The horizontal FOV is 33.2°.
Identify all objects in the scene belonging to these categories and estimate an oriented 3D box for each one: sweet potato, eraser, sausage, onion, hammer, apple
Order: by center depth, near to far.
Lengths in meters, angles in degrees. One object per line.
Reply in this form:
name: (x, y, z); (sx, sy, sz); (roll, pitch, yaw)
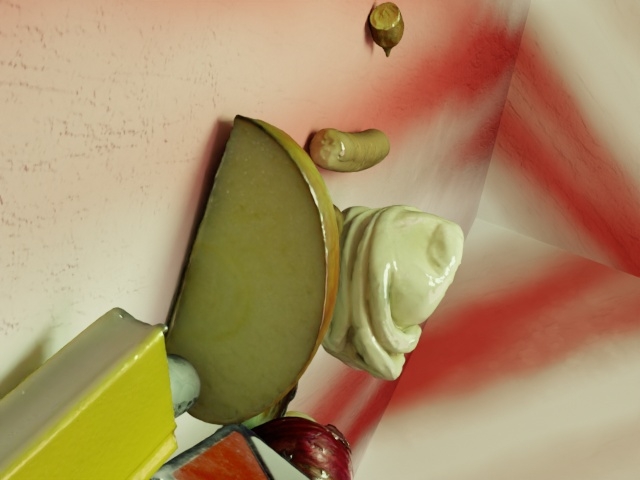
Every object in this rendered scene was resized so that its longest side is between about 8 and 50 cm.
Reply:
eraser: (-0.211, 0.179, 0.868); (0.226, 0.069, 0.158); (-43, 147, -43)
hammer: (-0.197, 0.209, 1.112); (0.193, 0.070, 0.116); (-63, 169, 10)
apple: (-0.073, 0.032, 1.186); (0.179, 0.254, 0.346); (5, 110, -34)
onion: (-0.085, 0.370, 1.453); (0.314, 0.232, 0.314); (-47, -165, 16)
sweet potato: (0.095, -0.293, 1.529); (0.117, 0.049, 0.049); (77, 36, -68)
sausage: (0.045, -0.131, 1.555); (0.301, 0.066, 0.065); (-18, 128, -72)

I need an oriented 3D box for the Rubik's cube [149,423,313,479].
Rubik's cube: (-0.112, 0.422, 1.162); (0.310, 0.307, 0.305); (-57, 171, 10)

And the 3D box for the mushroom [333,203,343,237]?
mushroom: (-0.011, -0.001, 1.498); (0.129, 0.073, 0.088); (-78, 166, -47)

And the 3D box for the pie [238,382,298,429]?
pie: (-0.076, 0.229, 1.652); (0.240, 0.054, 0.240); (-61, 167, -24)

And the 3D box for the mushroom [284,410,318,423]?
mushroom: (-0.043, 0.367, 1.877); (0.112, 0.148, 0.148); (-29, 167, 3)

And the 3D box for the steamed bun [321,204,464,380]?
steamed bun: (0.068, 0.053, 1.609); (0.268, 0.207, 0.280); (-63, -174, -5)
